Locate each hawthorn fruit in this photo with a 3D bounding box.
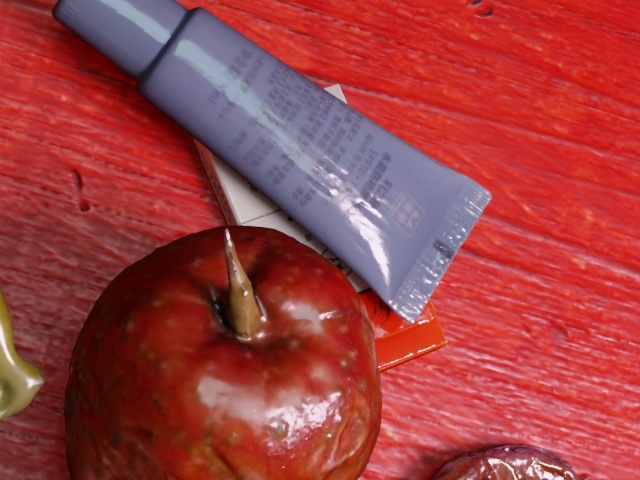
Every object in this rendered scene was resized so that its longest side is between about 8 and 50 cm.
[{"bbox_3d":[-0.070,0.118,1.282,0.258,0.261,0.258,6,79,-31],"label":"hawthorn fruit"}]

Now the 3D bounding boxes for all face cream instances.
[{"bbox_3d":[-0.043,-0.096,1.402,0.385,0.086,0.136,36,72,-9],"label":"face cream"}]

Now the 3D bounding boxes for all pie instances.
[{"bbox_3d":[0.156,0.255,1.425,0.182,0.049,0.182,2,81,-16],"label":"pie"}]

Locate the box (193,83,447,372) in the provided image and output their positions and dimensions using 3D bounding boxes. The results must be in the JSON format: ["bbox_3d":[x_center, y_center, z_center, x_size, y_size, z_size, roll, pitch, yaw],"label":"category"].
[{"bbox_3d":[0.000,0.000,1.448,0.139,0.035,0.245,-21,83,-21],"label":"box"}]

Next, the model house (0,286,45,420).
[{"bbox_3d":[-0.322,0.063,1.238,0.174,0.234,0.193,-30,97,-14],"label":"model house"}]
